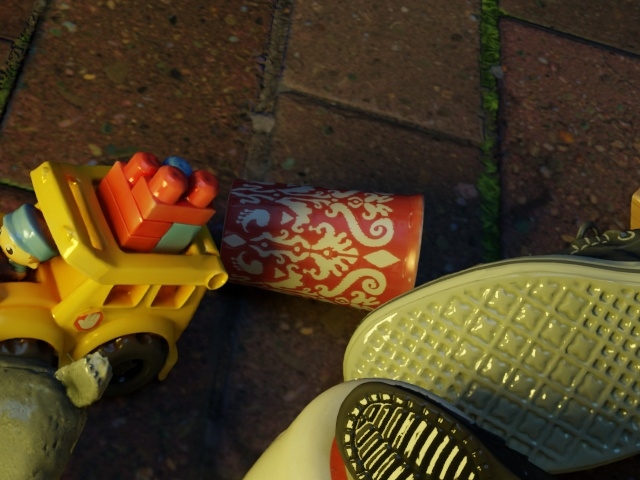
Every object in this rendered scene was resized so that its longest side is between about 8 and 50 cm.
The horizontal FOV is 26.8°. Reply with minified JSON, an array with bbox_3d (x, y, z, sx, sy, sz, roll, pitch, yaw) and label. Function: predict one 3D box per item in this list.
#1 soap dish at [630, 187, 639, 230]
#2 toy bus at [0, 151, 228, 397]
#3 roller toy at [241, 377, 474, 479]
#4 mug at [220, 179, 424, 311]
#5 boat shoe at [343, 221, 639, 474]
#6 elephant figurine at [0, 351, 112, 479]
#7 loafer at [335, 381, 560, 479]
[{"bbox_3d":[0.476,0.009,1.374,0.291,0.118,0.229,39,46,16],"label":"soap dish"},{"bbox_3d":[-0.180,0.008,1.021,0.220,0.211,0.149,3,50,-41],"label":"toy bus"},{"bbox_3d":[0.036,0.209,0.979,0.191,0.146,0.209,26,43,-12],"label":"roller toy"},{"bbox_3d":[-0.001,0.009,1.202,0.169,0.150,0.113,8,74,-1],"label":"mug"},{"bbox_3d":[0.265,0.078,1.157,0.500,0.187,0.156,-12,8,-4],"label":"boat shoe"},{"bbox_3d":[-0.292,0.124,0.893,0.239,0.169,0.186,26,73,-10],"label":"elephant figurine"},{"bbox_3d":[0.105,0.169,0.908,0.220,0.080,0.078,36,9,-1],"label":"loafer"}]
